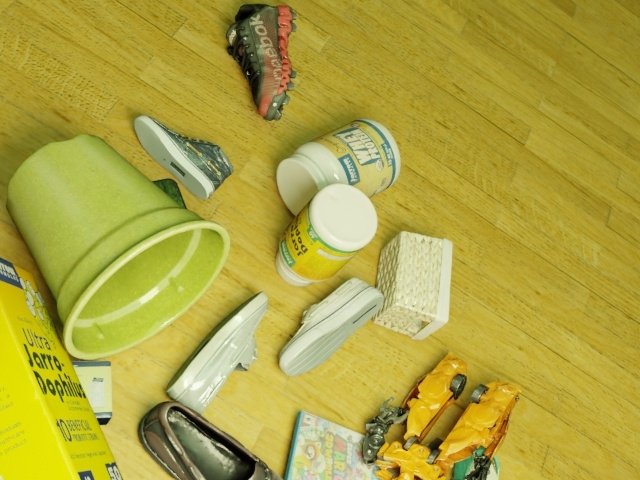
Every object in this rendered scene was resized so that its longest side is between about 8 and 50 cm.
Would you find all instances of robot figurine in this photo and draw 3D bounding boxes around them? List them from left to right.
[{"bbox_3d":[0.202,0.318,1.275,0.211,0.085,0.291,25,47,28],"label":"robot figurine"}]

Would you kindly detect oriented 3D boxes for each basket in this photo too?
[{"bbox_3d":[0.165,0.079,1.396,0.103,0.113,0.167,17,60,-15],"label":"basket"}]

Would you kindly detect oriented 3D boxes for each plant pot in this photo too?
[{"bbox_3d":[-0.320,-0.010,1.140,0.276,0.276,0.254,-31,68,-34],"label":"plant pot"}]

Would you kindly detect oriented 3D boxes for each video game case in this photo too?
[{"bbox_3d":[0.026,0.355,1.234,0.166,0.015,0.119,27,54,-21],"label":"video game case"}]

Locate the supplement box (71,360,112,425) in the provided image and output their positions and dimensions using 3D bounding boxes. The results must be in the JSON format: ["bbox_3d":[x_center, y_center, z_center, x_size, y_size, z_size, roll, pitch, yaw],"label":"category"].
[{"bbox_3d":[-0.346,0.221,1.115,0.083,0.056,0.083,3,65,-24],"label":"supplement box"}]

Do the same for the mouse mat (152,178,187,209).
[{"bbox_3d":[-0.281,-0.011,1.293,0.153,0.007,0.189,-16,73,-31],"label":"mouse mat"}]

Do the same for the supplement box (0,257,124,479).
[{"bbox_3d":[-0.412,0.218,0.966,0.195,0.194,0.356,-27,78,-6],"label":"supplement box"}]

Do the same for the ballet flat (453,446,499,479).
[{"bbox_3d":[0.250,0.452,1.265,0.083,0.087,0.247,22,59,-17],"label":"ballet flat"}]

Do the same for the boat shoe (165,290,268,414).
[{"bbox_3d":[-0.146,0.179,1.227,0.081,0.079,0.227,46,60,-9],"label":"boat shoe"}]

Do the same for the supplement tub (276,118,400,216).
[{"bbox_3d":[0.034,-0.128,1.416,0.200,0.144,0.144,-30,81,-33],"label":"supplement tub"}]

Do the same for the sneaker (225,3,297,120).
[{"bbox_3d":[-0.119,-0.348,1.483,0.135,0.097,0.276,11,60,-21],"label":"sneaker"}]

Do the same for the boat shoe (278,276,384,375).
[{"bbox_3d":[0.006,0.144,1.320,0.226,0.083,0.076,-32,52,-29],"label":"boat shoe"}]

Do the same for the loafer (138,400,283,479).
[{"bbox_3d":[-0.136,0.346,1.129,0.302,0.095,0.109,40,54,-2],"label":"loafer"}]

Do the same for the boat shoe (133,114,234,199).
[{"bbox_3d":[-0.239,-0.160,1.356,0.183,0.065,0.083,46,54,-6],"label":"boat shoe"}]

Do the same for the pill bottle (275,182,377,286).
[{"bbox_3d":[0.000,0.000,1.298,0.118,0.208,0.117,11,62,-21],"label":"pill bottle"}]
